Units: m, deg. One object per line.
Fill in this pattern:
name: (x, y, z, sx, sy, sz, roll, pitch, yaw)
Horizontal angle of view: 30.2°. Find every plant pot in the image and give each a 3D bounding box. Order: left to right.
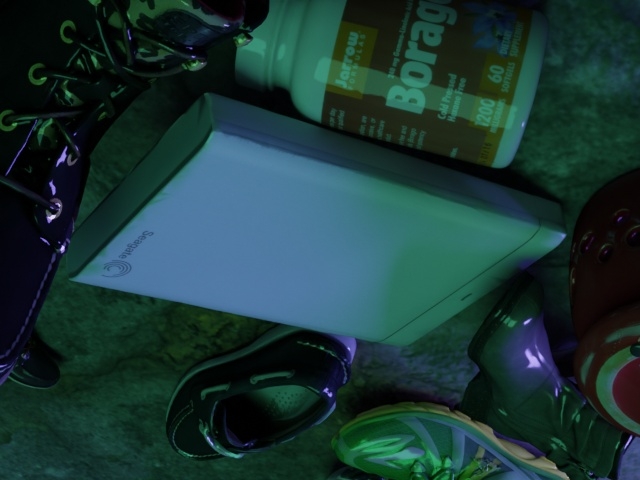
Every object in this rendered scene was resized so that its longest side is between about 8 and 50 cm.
plant pot: (0.294, 0.061, 0.973, 0.191, 0.174, 0.191, 11, 137, 10)

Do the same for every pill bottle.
pill bottle: (0.051, -0.135, 0.888, 0.216, 0.121, 0.121, 14, 137, 3)

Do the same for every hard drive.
hard drive: (0.000, 0.000, 0.994, 0.353, 0.047, 0.233, 15, 143, -33)

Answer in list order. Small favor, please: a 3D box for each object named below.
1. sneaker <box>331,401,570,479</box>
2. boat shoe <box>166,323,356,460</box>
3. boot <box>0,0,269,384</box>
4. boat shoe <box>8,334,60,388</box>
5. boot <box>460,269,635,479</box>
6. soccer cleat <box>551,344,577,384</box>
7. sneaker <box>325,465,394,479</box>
sneaker: (0.152, 0.263, 1.256, 0.295, 0.123, 0.109, 22, 137, -4)
boat shoe: (-0.082, 0.179, 1.270, 0.114, 0.091, 0.302, 33, 134, -16)
boot: (-0.174, -0.097, 0.834, 0.138, 0.377, 0.284, 36, 129, -30)
boat shoe: (-0.343, 0.119, 1.325, 0.133, 0.049, 0.042, 43, 139, -19)
boot: (0.218, 0.134, 1.070, 0.161, 0.083, 0.246, 33, 154, 21)
soccer cleat: (0.295, 0.122, 1.112, 0.196, 0.068, 0.076, -13, 126, 32)
sneaker: (0.127, 0.337, 1.380, 0.275, 0.107, 0.110, 29, 155, -5)
